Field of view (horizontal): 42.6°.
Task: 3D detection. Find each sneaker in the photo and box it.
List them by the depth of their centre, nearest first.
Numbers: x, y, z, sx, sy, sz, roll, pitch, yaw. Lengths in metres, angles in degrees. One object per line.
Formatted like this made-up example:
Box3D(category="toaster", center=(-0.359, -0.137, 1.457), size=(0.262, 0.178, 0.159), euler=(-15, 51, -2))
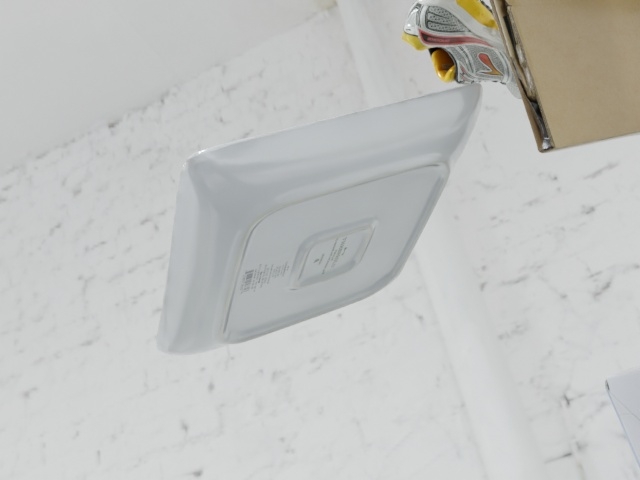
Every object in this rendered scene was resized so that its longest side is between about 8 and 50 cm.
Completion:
Box3D(category="sneaker", center=(0.175, -0.221, 0.961), size=(0.225, 0.088, 0.093), euler=(25, -75, -39))

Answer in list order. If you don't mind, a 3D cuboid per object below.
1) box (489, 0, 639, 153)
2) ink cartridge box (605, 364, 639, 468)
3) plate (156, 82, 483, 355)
Box3D(category="box", center=(0.240, -0.166, 0.706), size=(0.201, 0.165, 0.021), euler=(-13, -6, -31))
Box3D(category="ink cartridge box", center=(0.522, 0.125, 0.771), size=(0.395, 0.151, 0.270), euler=(-17, -11, -13))
Box3D(category="plate", center=(0.000, 0.000, 0.720), size=(0.277, 0.045, 0.277), euler=(-17, -30, -27))
